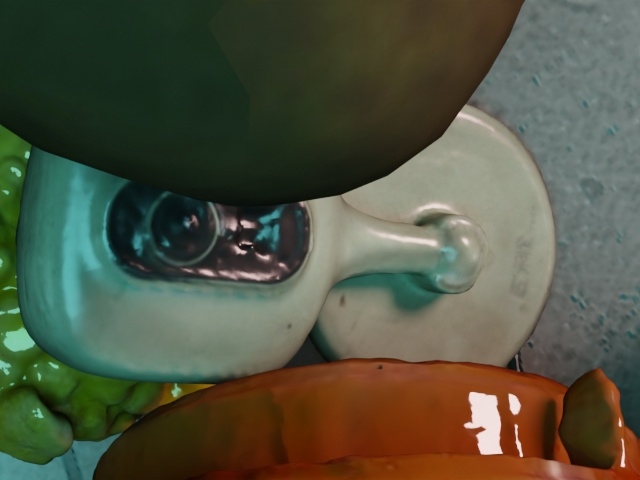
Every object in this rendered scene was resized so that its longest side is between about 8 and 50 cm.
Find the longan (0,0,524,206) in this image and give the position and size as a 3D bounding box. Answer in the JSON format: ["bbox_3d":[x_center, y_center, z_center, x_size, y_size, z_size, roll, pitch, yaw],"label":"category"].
[{"bbox_3d":[-0.046,-0.219,0.799,0.336,0.404,0.404,-19,104,30],"label":"longan"}]

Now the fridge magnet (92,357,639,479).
[{"bbox_3d":[0.027,0.167,0.950,0.364,0.363,0.155,-6,64,5],"label":"fridge magnet"}]

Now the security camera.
[{"bbox_3d":[0.000,0.000,0.949,0.301,0.080,0.157,5,89,-28],"label":"security camera"}]

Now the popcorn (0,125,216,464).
[{"bbox_3d":[-0.136,0.025,0.996,0.194,0.140,0.163,43,78,-18],"label":"popcorn"}]
